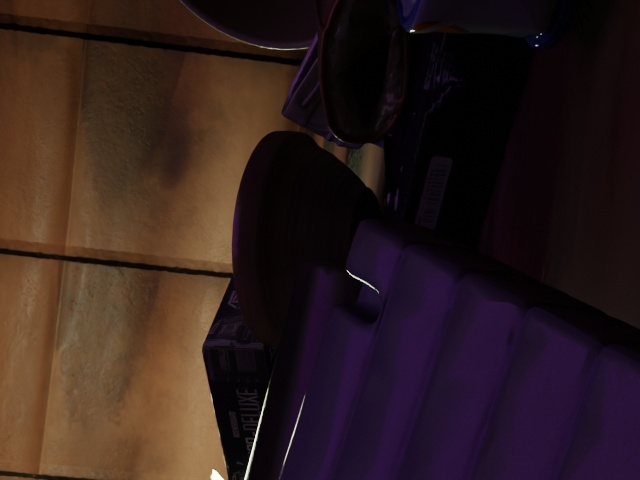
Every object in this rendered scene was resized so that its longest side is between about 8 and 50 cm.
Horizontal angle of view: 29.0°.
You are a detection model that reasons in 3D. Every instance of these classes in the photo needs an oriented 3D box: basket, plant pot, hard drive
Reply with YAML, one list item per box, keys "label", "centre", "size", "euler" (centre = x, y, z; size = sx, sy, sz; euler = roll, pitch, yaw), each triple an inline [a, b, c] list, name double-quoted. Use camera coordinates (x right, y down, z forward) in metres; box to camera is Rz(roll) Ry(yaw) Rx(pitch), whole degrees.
- label: "basket"
  centre: [0.027, 0.136, 0.901]
  size: [0.204, 0.154, 0.227]
  euler: [178, 103, -69]
- label: "plant pot"
  centre: [0.000, 0.000, 1.349]
  size: [0.237, 0.110, 0.237]
  euler: [3, -90, -70]
- label: "hard drive"
  centre: [0.096, -0.176, 0.968]
  size: [0.339, 0.064, 0.237]
  euler: [-91, 9, -51]

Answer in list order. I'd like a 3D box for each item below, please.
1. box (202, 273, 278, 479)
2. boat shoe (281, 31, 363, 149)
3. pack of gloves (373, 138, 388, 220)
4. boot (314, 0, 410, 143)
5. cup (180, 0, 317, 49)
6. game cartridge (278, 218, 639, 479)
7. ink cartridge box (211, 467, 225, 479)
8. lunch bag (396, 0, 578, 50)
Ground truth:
- label: "box"
  centre: [-0.054, 0.126, 1.539]
  size: [0.307, 0.077, 0.242]
  euler: [-71, -21, -51]
- label: "boat shoe"
  centre: [0.047, -0.227, 1.212]
  size: [0.109, 0.094, 0.302]
  euler: [-94, 23, -61]
- label: "pack of gloves"
  centre: [0.068, -0.061, 1.239]
  size: [0.232, 0.046, 0.195]
  euler: [-169, 86, -85]
- label: "boot"
  centre: [0.032, -0.236, 0.972]
  size: [0.269, 0.089, 0.236]
  euler: [-91, -4, -61]
- label: "cup"
  centre: [-0.017, -0.412, 1.385]
  size: [0.237, 0.331, 0.331]
  euler: [-50, -24, -50]
- label: "game cartridge"
  centre: [0.042, 0.191, 0.455]
  size: [0.230, 0.068, 0.355]
  euler: [29, 104, 51]
- label: "ink cartridge box"
  centre: [-0.069, 0.369, 1.424]
  size: [0.056, 0.224, 0.181]
  euler: [-41, -7, -15]
- label: "lunch bag"
  centre: [0.111, -0.257, 0.655]
  size: [0.243, 0.115, 0.303]
  euler: [-93, 11, -47]
